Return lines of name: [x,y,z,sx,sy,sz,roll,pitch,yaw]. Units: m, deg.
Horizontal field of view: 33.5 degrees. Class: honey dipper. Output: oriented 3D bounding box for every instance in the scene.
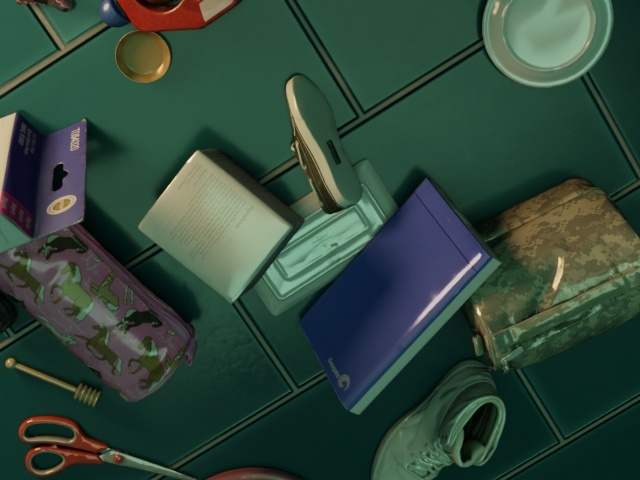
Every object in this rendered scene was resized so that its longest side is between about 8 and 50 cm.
honey dipper: [-0.437,0.227,1.734,0.161,0.030,0.030,25,101,-6]

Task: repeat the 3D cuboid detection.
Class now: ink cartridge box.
ink cartridge box: [-0.496,-0.068,1.505,0.330,0.324,0.071,-23,122,2]

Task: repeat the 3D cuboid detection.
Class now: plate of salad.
plate of salad: [0.349,-0.336,1.639,0.200,0.048,0.199,1,112,3]

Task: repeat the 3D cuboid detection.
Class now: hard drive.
hard drive: [0.111,0.082,1.627,0.040,0.210,0.318,28,110,-39]

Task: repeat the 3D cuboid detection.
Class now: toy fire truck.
toy fire truck: [-0.255,-0.435,1.533,0.254,0.169,0.302,-26,106,29]

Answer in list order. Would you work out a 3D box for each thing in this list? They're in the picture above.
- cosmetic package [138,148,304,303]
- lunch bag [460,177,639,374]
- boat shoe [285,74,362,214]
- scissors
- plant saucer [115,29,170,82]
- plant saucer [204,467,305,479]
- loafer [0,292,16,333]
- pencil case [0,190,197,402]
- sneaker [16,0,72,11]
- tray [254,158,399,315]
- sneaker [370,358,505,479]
cosmetic package: [-0.145,-0.025,1.612,0.184,0.151,0.151,39,98,2]
lunch bag: [0.351,0.066,1.630,0.305,0.256,0.212,-25,104,3]
boat shoe: [-0.012,-0.145,1.644,0.070,0.078,0.219,-24,87,41]
scissors: [-0.353,0.350,1.772,0.297,0.021,0.109,4,102,-3]
plant saucer: [-0.270,-0.282,1.620,0.083,0.015,0.083,-2,117,-4]
plant saucer: [-0.114,0.553,1.807,0.332,0.084,0.332,-1,104,-3]
loafer: [-0.550,0.078,1.672,0.062,0.061,0.170,-44,102,8]
pencil case: [-0.366,0.078,1.638,0.386,0.167,0.160,47,66,-13]
sneaker: [-0.428,-0.371,1.585,0.119,0.047,0.057,31,122,-10]
tray: [0.000,0.000,1.707,0.270,0.030,0.145,-32,105,4]
sneaker: [0.187,0.339,1.732,0.108,0.169,0.292,33,101,-13]
